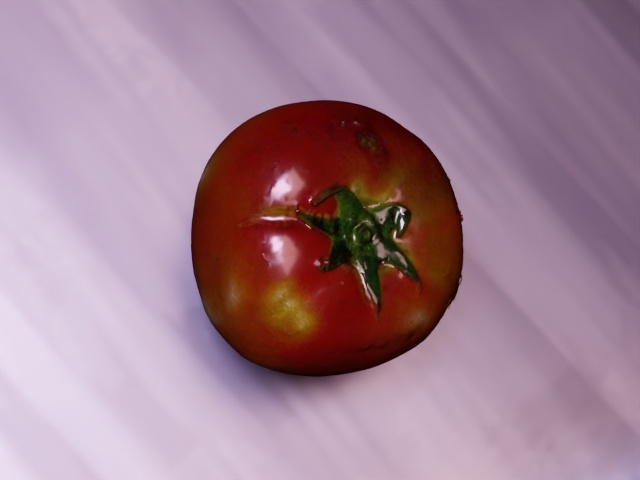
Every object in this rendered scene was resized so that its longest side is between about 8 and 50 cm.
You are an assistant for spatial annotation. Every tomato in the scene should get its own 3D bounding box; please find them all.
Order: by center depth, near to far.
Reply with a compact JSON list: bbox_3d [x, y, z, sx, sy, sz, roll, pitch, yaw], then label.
[{"bbox_3d":[0.000,0.000,0.481,0.087,0.075,0.087,4,81,-24],"label":"tomato"}]
